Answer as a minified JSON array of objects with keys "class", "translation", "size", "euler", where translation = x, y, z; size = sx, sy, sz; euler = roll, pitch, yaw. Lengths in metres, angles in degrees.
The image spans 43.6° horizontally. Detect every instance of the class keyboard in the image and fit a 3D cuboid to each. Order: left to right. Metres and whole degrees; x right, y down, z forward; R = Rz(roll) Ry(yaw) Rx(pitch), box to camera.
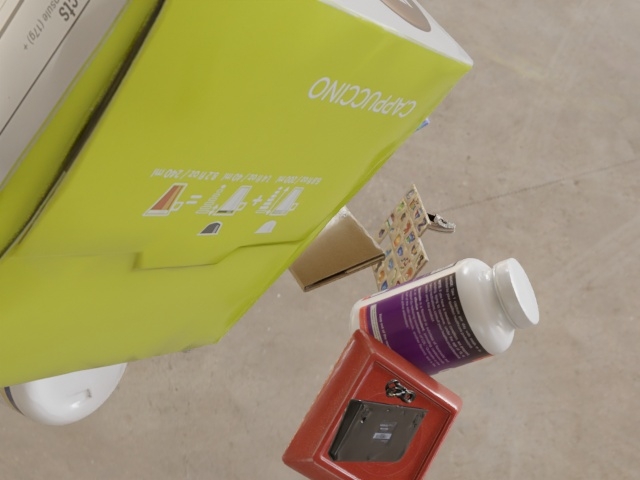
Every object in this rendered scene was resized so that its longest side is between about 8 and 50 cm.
[{"class":"keyboard","translation":[0.076,0.218,0.972],"size":[0.023,0.180,0.108],"euler":[30,94,34]}]

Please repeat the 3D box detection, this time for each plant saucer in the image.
[{"class":"plant saucer","translation":[0.104,0.323,1.354],"size":[0.259,0.047,0.258],"euler":[36,76,-18]}]

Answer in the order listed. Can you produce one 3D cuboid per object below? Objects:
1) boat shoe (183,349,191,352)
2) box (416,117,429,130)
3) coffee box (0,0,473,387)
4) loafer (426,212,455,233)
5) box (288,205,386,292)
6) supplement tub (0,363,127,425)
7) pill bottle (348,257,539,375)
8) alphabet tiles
[{"class":"boat shoe","translation":[-0.209,0.156,1.402],"size":[0.035,0.035,0.100],"euler":[36,79,5]},{"class":"box","translation":[-0.042,-0.261,1.327],"size":[0.395,0.293,0.212],"euler":[-34,35,-29]},{"class":"coffee box","translation":[-0.163,-0.133,0.560],"size":[0.334,0.338,0.337],"euler":[52,25,19]},{"class":"loafer","translation":[0.263,-0.048,1.909],"size":[0.125,0.039,0.045],"euler":[13,30,1]},{"class":"box","translation":[0.000,0.000,1.473],"size":[0.164,0.021,0.201],"euler":[-22,45,-15]},{"class":"supplement tub","translation":[-0.501,0.155,1.337],"size":[0.316,0.228,0.228],"euler":[15,50,31]},{"class":"pill bottle","translation":[0.225,0.146,1.472],"size":[0.181,0.323,0.181],"euler":[42,35,-40]},{"class":"alphabet tiles","translation":[0.175,0.013,1.753],"size":[0.009,0.198,0.237],"euler":[23,30,-24]}]
